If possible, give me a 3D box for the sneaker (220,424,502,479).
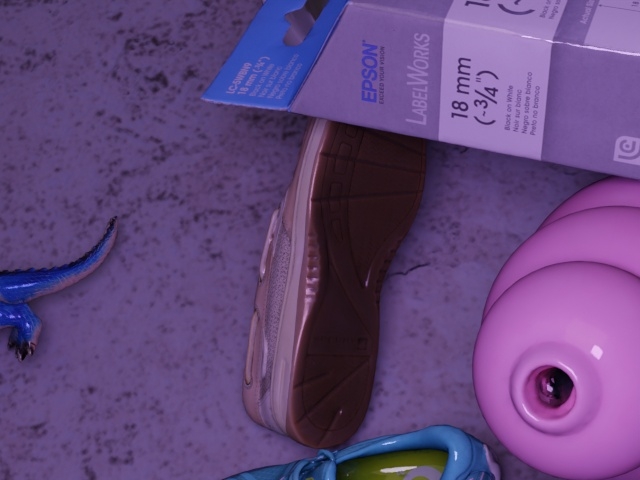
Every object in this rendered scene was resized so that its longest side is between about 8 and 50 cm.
[{"bbox_3d":[-0.007,0.188,1.200,0.275,0.110,0.107,-19,61,7],"label":"sneaker"}]

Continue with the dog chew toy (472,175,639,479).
[{"bbox_3d":[0.196,0.064,1.073,0.206,0.332,0.207,4,99,25],"label":"dog chew toy"}]

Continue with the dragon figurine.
[{"bbox_3d":[-0.300,0.049,1.324,0.289,0.144,0.085,-41,17,0],"label":"dragon figurine"}]

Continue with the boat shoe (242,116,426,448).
[{"bbox_3d":[0.000,0.000,1.255,0.098,0.109,0.302,11,92,52],"label":"boat shoe"}]

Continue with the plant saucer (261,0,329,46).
[{"bbox_3d":[0.148,-0.245,1.373,0.400,0.100,0.401,-6,63,13],"label":"plant saucer"}]

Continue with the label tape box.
[{"bbox_3d":[0.108,-0.177,1.174,0.333,0.106,0.241,11,42,15],"label":"label tape box"}]
